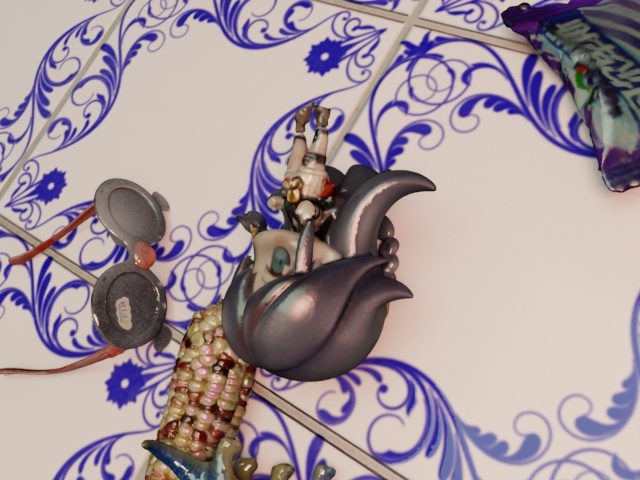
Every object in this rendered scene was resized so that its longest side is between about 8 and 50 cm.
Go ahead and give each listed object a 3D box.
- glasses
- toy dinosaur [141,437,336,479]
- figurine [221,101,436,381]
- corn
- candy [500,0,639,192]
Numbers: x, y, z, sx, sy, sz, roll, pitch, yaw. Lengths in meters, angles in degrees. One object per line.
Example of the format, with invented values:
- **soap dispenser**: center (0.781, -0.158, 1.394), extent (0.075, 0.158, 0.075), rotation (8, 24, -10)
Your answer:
- **glasses**: center (-0.314, 0.063, 0.932), extent (0.268, 0.118, 0.234), rotation (-26, 60, 35)
- **toy dinosaur**: center (-0.074, 0.292, 0.662), extent (0.075, 0.247, 0.188), rotation (-47, 25, 49)
- **figurine**: center (0.000, 0.012, 0.719), extent (0.197, 0.175, 0.265), rotation (31, 85, -4)
- **corn**: center (-0.132, 0.202, 0.763), extent (0.092, 0.092, 0.281), rotation (9, 76, 27)
- **candy**: center (0.310, -0.179, 0.737), extent (0.145, 0.070, 0.275), rotation (-22, 59, 5)
